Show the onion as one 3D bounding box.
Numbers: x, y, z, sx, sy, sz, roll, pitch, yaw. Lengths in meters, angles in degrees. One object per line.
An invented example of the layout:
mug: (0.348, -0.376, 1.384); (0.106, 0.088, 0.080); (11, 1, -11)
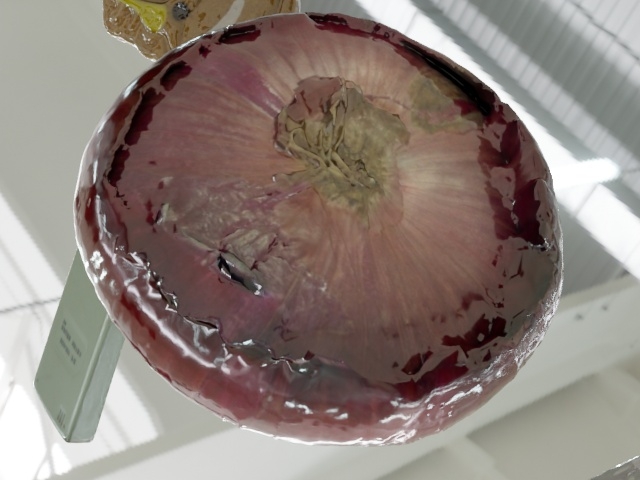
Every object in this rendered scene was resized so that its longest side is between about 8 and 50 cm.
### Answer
onion: (0.000, -0.003, 0.576); (0.248, 0.161, 0.248); (10, -139, -9)

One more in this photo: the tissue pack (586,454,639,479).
tissue pack: (0.144, 0.156, 0.417); (0.060, 0.108, 0.148); (-126, 12, -86)

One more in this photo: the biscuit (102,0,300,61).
biscuit: (-0.110, -0.233, 1.206); (0.295, 0.186, 0.044); (40, -173, 22)

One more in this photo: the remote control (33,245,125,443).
remote control: (-0.230, 0.065, 1.173); (0.038, 0.286, 0.123); (9, -160, -37)
